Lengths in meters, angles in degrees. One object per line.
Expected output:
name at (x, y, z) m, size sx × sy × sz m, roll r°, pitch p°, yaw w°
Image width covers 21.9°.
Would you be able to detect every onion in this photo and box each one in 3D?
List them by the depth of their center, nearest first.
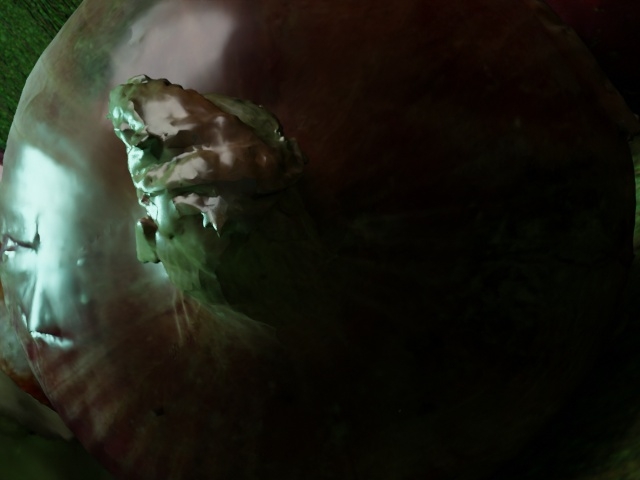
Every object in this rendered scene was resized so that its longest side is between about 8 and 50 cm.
onion at (0.001, -0.014, 0.896) m, size 0.353 × 0.353 × 0.353 m, roll -38°, pitch 17°, yaw 14°

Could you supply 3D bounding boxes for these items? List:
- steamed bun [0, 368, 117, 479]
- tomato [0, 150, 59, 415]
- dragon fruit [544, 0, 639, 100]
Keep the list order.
steamed bun at (-0.259, 0.186, 1.015) m, size 0.372 × 0.325 × 0.230 m, roll 10°, pitch 59°, yaw 51°
tomato at (-0.237, 0.077, 1.307) m, size 0.335 × 0.289 × 0.176 m, roll -19°, pitch 37°, yaw 59°
dragon fruit at (0.196, -0.217, 1.126) m, size 0.250 × 0.250 × 0.315 m, roll -51°, pitch 8°, yaw -27°
